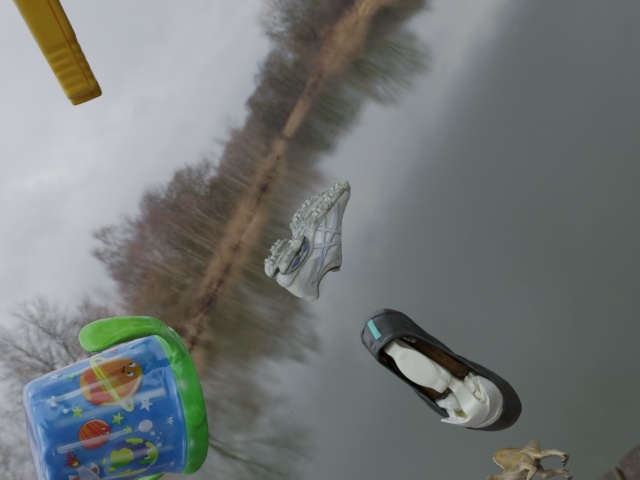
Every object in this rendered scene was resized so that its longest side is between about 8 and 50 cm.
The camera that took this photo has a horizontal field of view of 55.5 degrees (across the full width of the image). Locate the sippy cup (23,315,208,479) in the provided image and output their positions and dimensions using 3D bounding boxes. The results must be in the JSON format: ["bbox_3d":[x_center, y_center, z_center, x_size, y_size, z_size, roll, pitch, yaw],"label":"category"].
[{"bbox_3d":[-0.317,0.268,0.921,0.240,0.224,0.306,-10,91,59],"label":"sippy cup"}]

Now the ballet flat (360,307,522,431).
[{"bbox_3d":[0.170,0.199,0.833,0.095,0.280,0.096,-55,11,10],"label":"ballet flat"}]

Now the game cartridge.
[{"bbox_3d":[-0.352,-0.336,0.703,0.052,0.324,0.285,-28,35,-11],"label":"game cartridge"}]

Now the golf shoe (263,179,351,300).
[{"bbox_3d":[0.000,0.000,0.791,0.069,0.086,0.176,-11,38,53],"label":"golf shoe"}]

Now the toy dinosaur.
[{"bbox_3d":[0.276,0.286,0.792,0.092,0.183,0.053,5,102,40],"label":"toy dinosaur"}]
